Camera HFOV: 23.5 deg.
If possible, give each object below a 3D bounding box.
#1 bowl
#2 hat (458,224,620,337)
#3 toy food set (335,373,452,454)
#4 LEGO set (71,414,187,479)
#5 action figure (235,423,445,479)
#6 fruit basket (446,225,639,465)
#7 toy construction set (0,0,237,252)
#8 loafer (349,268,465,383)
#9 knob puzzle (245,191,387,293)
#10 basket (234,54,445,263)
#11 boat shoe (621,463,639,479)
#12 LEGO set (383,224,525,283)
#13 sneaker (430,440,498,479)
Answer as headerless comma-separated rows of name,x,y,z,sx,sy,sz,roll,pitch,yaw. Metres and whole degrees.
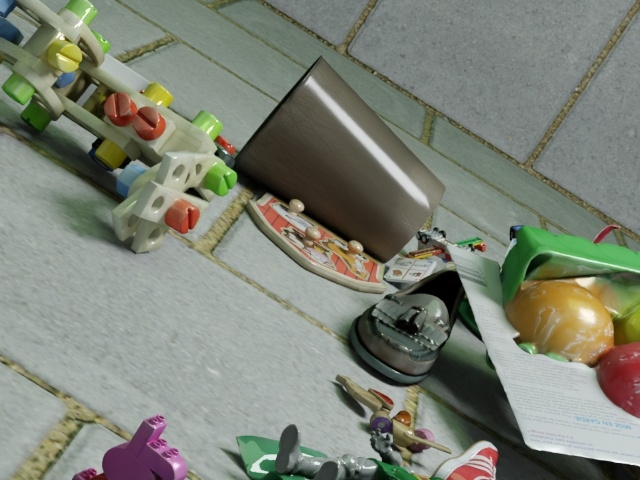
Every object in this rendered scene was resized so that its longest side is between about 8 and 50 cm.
bowl,-0.271,-0.188,1.800,0.142,0.053,0.142,31,13,-2
hat,0.287,0.050,1.939,0.173,0.183,0.208,29,13,-15
toy food set,0.065,0.164,1.388,0.078,0.019,0.122,24,8,-32
LEGO set,-0.052,0.181,0.888,0.227,0.093,0.087,36,14,14
action figure,0.057,0.193,1.179,0.232,0.063,0.137,23,13,-48
fruit basket,0.309,0.139,1.600,0.327,0.165,0.353,11,34,-17
toy construction set,-0.197,-0.119,1.510,0.328,0.151,0.215,48,-6,27
loafer,0.100,0.079,1.621,0.096,0.084,0.267,34,13,7
knob puzzle,0.000,0.000,1.797,0.213,0.030,0.213,31,13,-8
basket,0.029,-0.088,1.908,0.227,0.204,0.154,40,50,-6
boat shoe,0.351,0.210,1.767,0.104,0.089,0.285,4,16,-8
LEGO set,0.195,0.033,1.957,0.182,0.060,0.244,5,21,15
sneaker,0.143,0.213,1.332,0.067,0.042,0.118,33,20,21
